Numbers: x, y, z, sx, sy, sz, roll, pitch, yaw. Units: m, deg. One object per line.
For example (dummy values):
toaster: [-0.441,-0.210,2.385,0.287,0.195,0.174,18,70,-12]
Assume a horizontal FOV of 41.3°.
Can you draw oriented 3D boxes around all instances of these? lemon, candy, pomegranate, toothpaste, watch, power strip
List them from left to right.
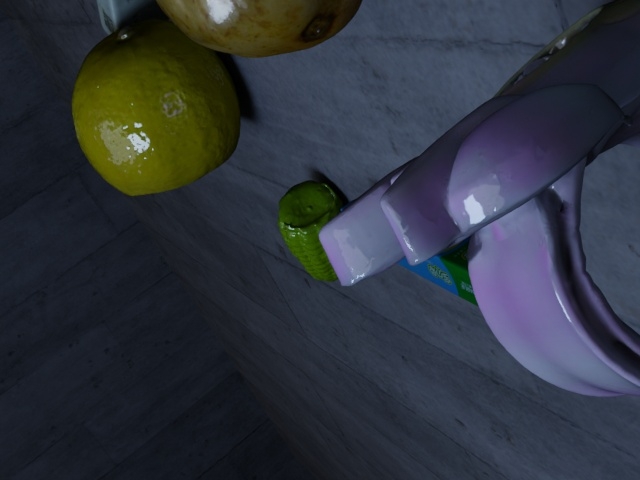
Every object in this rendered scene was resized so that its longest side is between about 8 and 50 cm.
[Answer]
power strip: [-0.258,-0.372,1.133,0.058,0.098,0.338,52,164,10]
lemon: [-0.238,-0.199,1.203,0.240,0.240,0.219,30,145,53]
pomegranate: [-0.059,-0.248,0.708,0.196,0.196,0.196,47,163,20]
candy: [0.000,0.000,1.221,0.097,0.096,0.209,43,167,30]
toothpaste: [0.121,0.001,0.926,0.266,0.065,0.050,30,149,55]
watch: [0.166,-0.002,0.475,0.217,0.248,0.211,51,163,-2]
